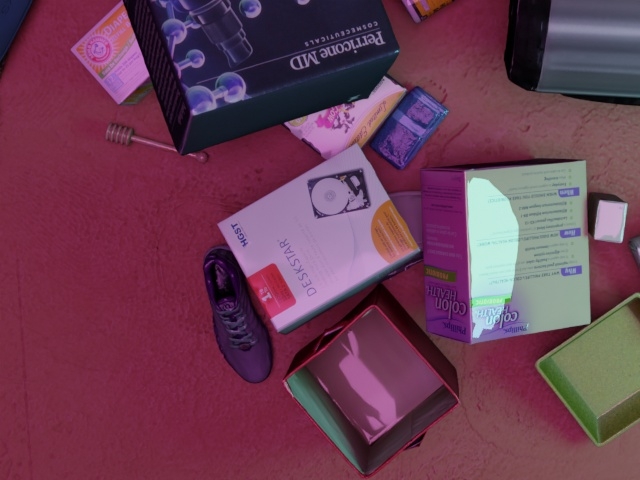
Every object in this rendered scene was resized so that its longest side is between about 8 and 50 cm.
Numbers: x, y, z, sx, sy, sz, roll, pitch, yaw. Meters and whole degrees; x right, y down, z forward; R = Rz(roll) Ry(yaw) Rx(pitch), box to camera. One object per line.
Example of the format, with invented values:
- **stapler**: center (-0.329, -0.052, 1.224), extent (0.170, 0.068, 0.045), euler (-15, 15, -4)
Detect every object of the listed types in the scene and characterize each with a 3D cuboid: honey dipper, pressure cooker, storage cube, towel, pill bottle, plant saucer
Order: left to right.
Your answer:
- **honey dipper**: center (-0.251, -0.147, 1.842), extent (0.160, 0.030, 0.031), euler (15, 98, -1)
- **storage cube**: center (0.079, 0.204, 1.768), extent (0.183, 0.193, 0.215), euler (-41, 93, 9)
- **towel**: center (0.132, -0.168, 1.798), extent (0.067, 0.029, 0.119), euler (38, 99, 0)
- **pill bottle**: center (0.173, -0.375, 1.750), extent (0.116, 0.065, 0.065), euler (-31, 93, 9)
- **plant saucer**: center (0.438, 0.186, 1.786), extent (0.188, 0.045, 0.188), euler (-36, 111, 9)
- **pressure cooker**: center (0.461, -0.361, 1.569), extent (0.420, 0.375, 0.370), euler (3, 95, 6)

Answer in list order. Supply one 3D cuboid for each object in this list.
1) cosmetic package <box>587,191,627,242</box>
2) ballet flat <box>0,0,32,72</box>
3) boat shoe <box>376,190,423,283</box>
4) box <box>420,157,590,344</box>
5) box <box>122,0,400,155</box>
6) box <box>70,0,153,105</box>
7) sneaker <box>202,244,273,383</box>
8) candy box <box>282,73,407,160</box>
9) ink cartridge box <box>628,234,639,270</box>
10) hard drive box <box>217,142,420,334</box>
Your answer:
- **cosmetic package**: center (0.415, -0.035, 1.743), extent (0.041, 0.115, 0.060), euler (7, 97, 5)
- **ballet flat**: center (-0.566, -0.259, 1.811), extent (0.182, 0.164, 0.483), euler (20, 93, 25)
- **boat shoe**: center (0.079, 0.011, 1.810), extent (0.319, 0.116, 0.099), euler (-13, 139, 0)
- **box**: center (0.266, 0.009, 1.717), extent (0.213, 0.117, 0.243), euler (-7, 97, -27)
- **box**: center (-0.113, -0.359, 1.617), extent (0.293, 0.212, 0.396), euler (-19, 84, -14)
- **box**: center (-0.254, -0.308, 1.781), extent (0.203, 0.103, 0.114), euler (-42, 91, 9)
- **sneaker**: center (-0.137, 0.120, 1.826), extent (0.083, 0.098, 0.224), euler (-19, 95, 8)
- **candy box**: center (-0.008, -0.234, 1.783), extent (0.233, 0.071, 0.159), euler (37, 99, 0)
- **ink cartridge box**: center (0.584, 0.029, 1.748), extent (0.217, 0.092, 0.159), euler (-26, 94, 10)
- **hard drive box**: center (0.000, 0.000, 1.705), extent (0.232, 0.089, 0.181), euler (-31, 82, 1)
